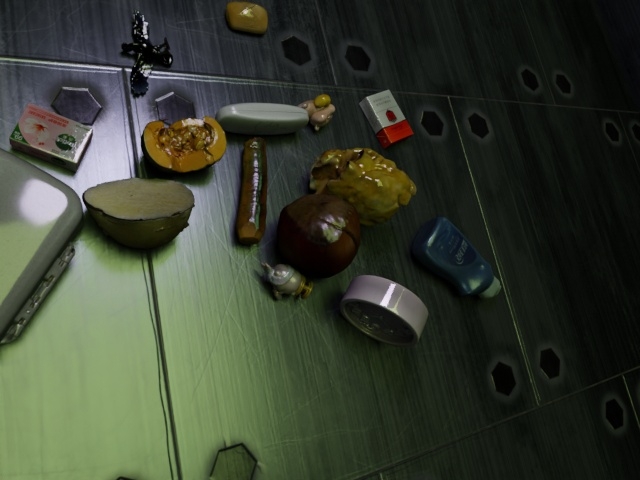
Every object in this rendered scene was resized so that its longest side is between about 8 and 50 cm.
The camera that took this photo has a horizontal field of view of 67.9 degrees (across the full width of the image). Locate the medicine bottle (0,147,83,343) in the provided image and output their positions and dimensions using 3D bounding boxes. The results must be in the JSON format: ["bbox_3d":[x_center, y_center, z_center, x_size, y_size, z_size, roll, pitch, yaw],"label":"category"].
[{"bbox_3d":[-0.595,0.022,0.794,0.282,0.123,0.375,30,63,-15],"label":"medicine bottle"}]

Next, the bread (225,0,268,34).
[{"bbox_3d":[-0.189,-0.591,1.248,0.115,0.056,0.082,3,72,-27],"label":"bread"}]

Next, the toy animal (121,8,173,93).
[{"bbox_3d":[-0.399,-0.435,1.094,0.108,0.062,0.220,-5,77,-11],"label":"toy animal"}]

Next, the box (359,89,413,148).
[{"bbox_3d":[0.192,-0.354,1.383,0.100,0.048,0.152,-27,90,-30],"label":"box"}]

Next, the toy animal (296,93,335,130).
[{"bbox_3d":[-0.007,-0.333,1.248,0.114,0.091,0.082,-30,103,-33],"label":"toy animal"}]

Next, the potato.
[{"bbox_3d":[-0.356,-0.042,0.950,0.202,0.117,0.182,-11,39,-30],"label":"potato"}]

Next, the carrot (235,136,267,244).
[{"bbox_3d":[-0.159,-0.119,1.108,0.070,0.070,0.260,9,69,-25],"label":"carrot"}]

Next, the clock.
[{"bbox_3d":[0.145,0.165,1.098,0.197,0.197,0.068,38,61,-12],"label":"clock"}]

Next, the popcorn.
[{"bbox_3d":[0.100,-0.143,1.184,0.254,0.191,0.190,28,49,-8],"label":"popcorn"}]

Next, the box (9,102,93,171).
[{"bbox_3d":[-0.533,-0.204,0.947,0.125,0.043,0.089,20,66,-21],"label":"box"}]

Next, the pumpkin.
[{"bbox_3d":[-0.306,-0.203,1.031,0.184,0.108,0.119,-14,88,-38],"label":"pumpkin"}]

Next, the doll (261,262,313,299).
[{"bbox_3d":[-0.086,0.095,1.077,0.127,0.073,0.084,29,94,-19],"label":"doll"}]

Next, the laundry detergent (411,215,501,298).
[{"bbox_3d":[0.392,0.067,1.322,0.290,0.094,0.143,39,56,-12],"label":"laundry detergent"}]

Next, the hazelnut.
[{"bbox_3d":[0.000,0.000,1.092,0.208,0.208,0.208,9,70,-25],"label":"hazelnut"}]

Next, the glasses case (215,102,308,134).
[{"bbox_3d":[-0.139,-0.296,1.159,0.233,0.092,0.059,-5,81,-31],"label":"glasses case"}]
